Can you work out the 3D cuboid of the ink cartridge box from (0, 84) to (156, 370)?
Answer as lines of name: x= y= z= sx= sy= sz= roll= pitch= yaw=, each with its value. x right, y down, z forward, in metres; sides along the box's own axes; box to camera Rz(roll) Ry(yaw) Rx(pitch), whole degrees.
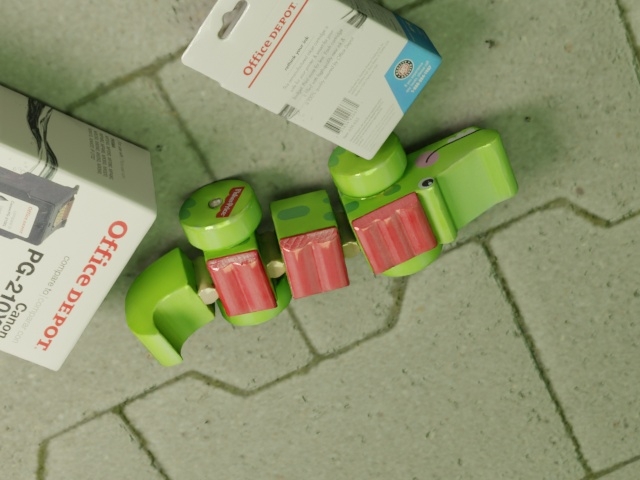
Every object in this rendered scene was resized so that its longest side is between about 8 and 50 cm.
ink cartridge box: x=-0.268 y=-0.025 z=1.120 sx=0.237 sy=0.100 sz=0.172 roll=24 pitch=115 yaw=-25

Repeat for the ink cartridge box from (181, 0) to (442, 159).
ink cartridge box: x=-0.011 y=-0.150 z=1.121 sx=0.180 sy=0.060 sz=0.104 roll=26 pitch=114 yaw=-26

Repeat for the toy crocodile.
toy crocodile: x=0.000 y=0.000 z=1.192 sx=0.340 sy=0.105 sz=0.115 roll=-20 pitch=124 yaw=0
